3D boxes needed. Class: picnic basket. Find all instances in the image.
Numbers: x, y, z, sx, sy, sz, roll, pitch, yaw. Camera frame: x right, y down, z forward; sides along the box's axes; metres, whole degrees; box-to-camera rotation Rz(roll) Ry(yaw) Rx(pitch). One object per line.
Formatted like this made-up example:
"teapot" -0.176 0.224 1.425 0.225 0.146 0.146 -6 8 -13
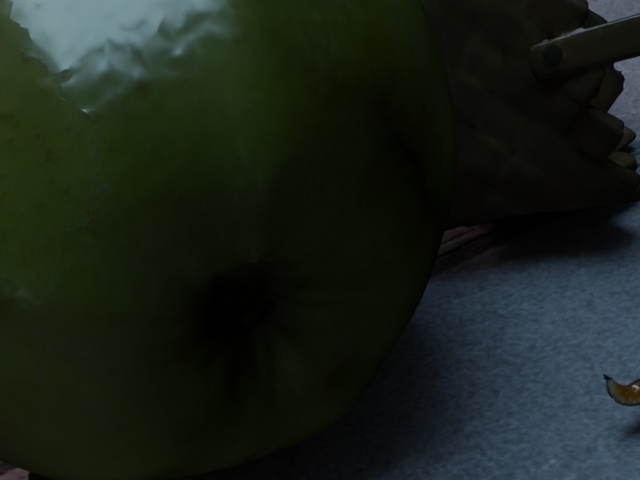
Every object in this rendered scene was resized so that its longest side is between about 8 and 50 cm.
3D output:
"picnic basket" 0.203 -0.173 1.319 0.321 0.291 0.254 -15 15 12

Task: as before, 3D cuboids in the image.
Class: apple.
"apple" -0.126 -0.064 1.126 0.474 0.473 0.473 -9 31 5

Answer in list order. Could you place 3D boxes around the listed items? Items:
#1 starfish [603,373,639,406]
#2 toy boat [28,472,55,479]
"starfish" 0.308 0.061 1.151 0.138 0.050 0.247 9 29 32
"toy boat" -0.161 0.189 1.092 0.049 0.047 0.149 -16 30 -8
